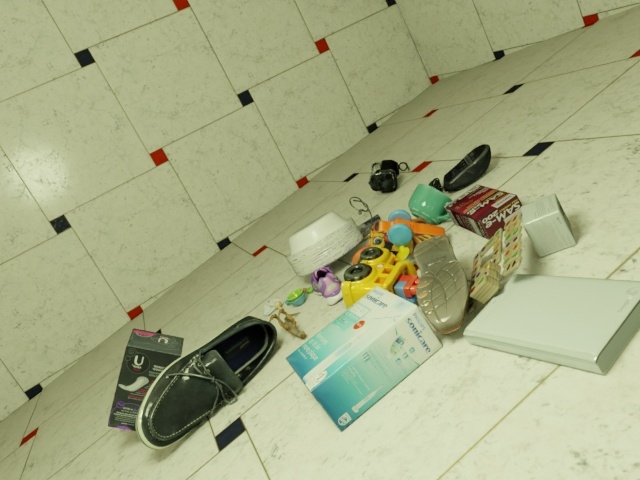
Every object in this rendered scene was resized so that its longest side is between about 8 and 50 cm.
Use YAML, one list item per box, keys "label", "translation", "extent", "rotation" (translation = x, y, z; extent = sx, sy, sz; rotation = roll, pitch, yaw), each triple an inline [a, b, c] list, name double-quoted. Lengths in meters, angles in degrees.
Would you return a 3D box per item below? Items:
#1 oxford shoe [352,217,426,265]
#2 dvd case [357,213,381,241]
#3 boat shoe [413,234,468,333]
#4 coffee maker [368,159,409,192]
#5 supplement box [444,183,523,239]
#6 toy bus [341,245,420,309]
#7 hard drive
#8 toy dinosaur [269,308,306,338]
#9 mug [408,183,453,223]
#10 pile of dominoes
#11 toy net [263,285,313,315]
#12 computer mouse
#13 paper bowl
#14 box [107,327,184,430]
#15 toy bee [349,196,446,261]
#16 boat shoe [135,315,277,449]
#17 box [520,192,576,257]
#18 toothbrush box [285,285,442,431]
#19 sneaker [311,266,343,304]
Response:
- label: "oxford shoe"
  translation: [0.237, 0.029, 1.742]
  extent: [0.271, 0.097, 0.098]
  rotation: [-35, 42, -5]
- label: "dvd case"
  translation: [0.142, -0.020, 2.146]
  extent: [0.221, 0.018, 0.164]
  rotation: [-32, 17, 10]
- label: "boat shoe"
  translation: [0.299, 0.112, 1.309]
  extent: [0.123, 0.116, 0.324]
  rotation: [-20, 28, 20]
- label: "coffee maker"
  translation: [0.301, -0.293, 2.433]
  extent: [0.171, 0.120, 0.178]
  rotation: [-28, 18, 17]
- label: "supplement box"
  translation: [0.474, -0.088, 1.602]
  extent: [0.130, 0.073, 0.239]
  rotation: [-35, 17, -2]
- label: "toy bus"
  translation: [0.192, 0.113, 1.483]
  extent: [0.212, 0.149, 0.220]
  rotation: [-4, 29, 36]
- label: "hard drive"
  translation: [0.447, 0.145, 1.055]
  extent: [0.203, 0.040, 0.307]
  rotation: [-41, 17, -22]
- label: "toy dinosaur"
  translation: [-0.101, 0.257, 1.726]
  extent: [0.064, 0.112, 0.211]
  rotation: [-48, 22, 3]
- label: "mug"
  translation: [0.356, -0.111, 1.783]
  extent: [0.097, 0.129, 0.158]
  rotation: [-59, 12, -1]
- label: "pile of dominoes"
  translation: [0.393, 0.040, 1.280]
  extent: [0.196, 0.040, 0.251]
  rotation: [-59, 2, 38]
- label: "toy net"
  translation: [-0.126, 0.208, 1.969]
  extent: [0.232, 0.045, 0.122]
  rotation: [-21, 21, 39]
- label: "computer mouse"
  translation: [0.509, -0.232, 1.966]
  extent: [0.272, 0.072, 0.188]
  rotation: [-41, 15, 23]
- label: "paper bowl"
  translation: [0.000, 0.000, 1.997]
  extent: [0.284, 0.148, 0.284]
  rotation: [-32, 6, 3]
- label: "box"
  translation: [-0.533, 0.430, 1.689]
  extent: [0.143, 0.165, 0.270]
  rotation: [-127, 53, -74]
- label: "toy bee"
  translation: [0.214, -0.016, 1.654]
  extent: [0.195, 0.298, 0.162]
  rotation: [-45, -17, -51]
- label: "boat shoe"
  translation: [-0.313, 0.389, 1.585]
  extent: [0.500, 0.186, 0.156]
  rotation: [-39, 10, -35]
- label: "box"
  translation: [0.532, -0.036, 1.290]
  extent: [0.087, 0.102, 0.101]
  rotation: [-24, 20, 27]
- label: "toothbrush box"
  translation: [0.093, 0.258, 1.267]
  extent: [0.296, 0.126, 0.216]
  rotation: [-36, 16, -10]
- label: "sneaker"
  translation: [0.012, 0.130, 1.822]
  extent: [0.095, 0.104, 0.236]
  rotation: [-38, 15, -7]
